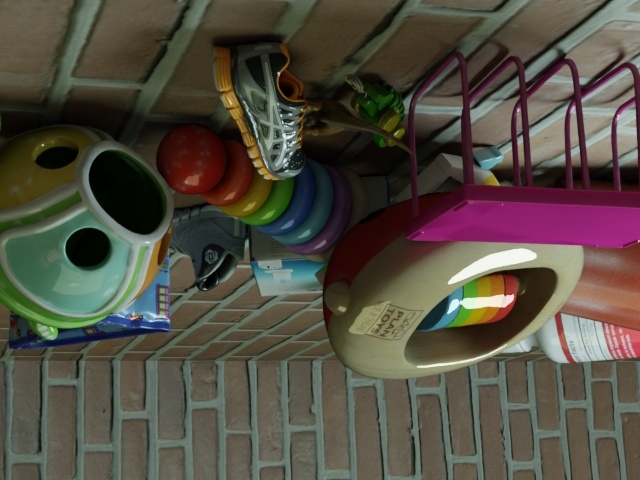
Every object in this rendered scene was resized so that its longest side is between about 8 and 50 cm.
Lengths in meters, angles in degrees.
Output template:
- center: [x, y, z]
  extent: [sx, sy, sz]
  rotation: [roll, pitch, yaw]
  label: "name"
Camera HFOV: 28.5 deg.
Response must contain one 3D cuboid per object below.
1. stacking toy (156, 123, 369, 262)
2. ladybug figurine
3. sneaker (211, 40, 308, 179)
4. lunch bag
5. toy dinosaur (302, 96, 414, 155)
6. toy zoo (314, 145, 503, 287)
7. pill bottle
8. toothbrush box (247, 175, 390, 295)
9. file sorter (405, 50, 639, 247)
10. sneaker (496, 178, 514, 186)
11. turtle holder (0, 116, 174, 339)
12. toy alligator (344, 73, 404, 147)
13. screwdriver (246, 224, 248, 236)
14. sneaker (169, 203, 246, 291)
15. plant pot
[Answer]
- center: [-0.083, -0.069, 1.673]
  extent: [0.141, 0.141, 0.330]
  rotation: [-13, 160, 38]
  label: "stacking toy"
- center: [0.165, 0.047, 1.688]
  extent: [0.449, 0.162, 0.305]
  rotation: [1, 134, -46]
  label: "ladybug figurine"
- center: [-0.049, -0.140, 1.390]
  extent: [0.083, 0.084, 0.215]
  rotation: [-16, 147, 9]
  label: "sneaker"
- center: [-0.368, 0.041, 1.878]
  extent: [0.293, 0.221, 0.138]
  rotation: [-14, 162, 40]
  label: "lunch bag"
- center: [0.015, -0.145, 1.483]
  extent: [0.112, 0.064, 0.211]
  rotation: [2, -170, -25]
  label: "toy dinosaur"
- center: [0.147, -0.022, 1.770]
  extent: [0.293, 0.030, 0.192]
  rotation: [-44, 150, 15]
  label: "toy zoo"
- center: [0.518, 0.103, 2.292]
  extent: [0.407, 0.229, 0.229]
  rotation: [-7, 166, 21]
  label: "pill bottle"
- center: [0.000, 0.000, 1.978]
  extent: [0.216, 0.126, 0.295]
  rotation: [-4, 167, 0]
  label: "toothbrush box"
- center: [0.263, -0.103, 1.455]
  extent: [0.290, 0.182, 0.202]
  rotation: [2, 167, -14]
  label: "file sorter"
- center: [0.202, 0.066, 1.939]
  extent: [0.350, 0.148, 0.131]
  rotation: [-44, 175, 32]
  label: "sneaker"
- center: [-0.321, -0.051, 1.556]
  extent: [0.227, 0.320, 0.243]
  rotation: [-24, -171, 41]
  label: "turtle holder"
- center: [0.070, -0.163, 1.472]
  extent: [0.051, 0.056, 0.190]
  rotation: [-46, 158, -6]
  label: "toy alligator"
- center: [-0.176, -0.010, 2.155]
  extent: [0.170, 0.024, 0.025]
  rotation: [-6, 139, 43]
  label: "screwdriver"
- center: [-0.212, 0.019, 2.010]
  extent: [0.228, 0.132, 0.086]
  rotation: [-12, 164, 36]
  label: "sneaker"
- center: [0.473, 0.021, 1.920]
  extent: [0.265, 0.272, 0.272]
  rotation: [9, 165, -9]
  label: "plant pot"
